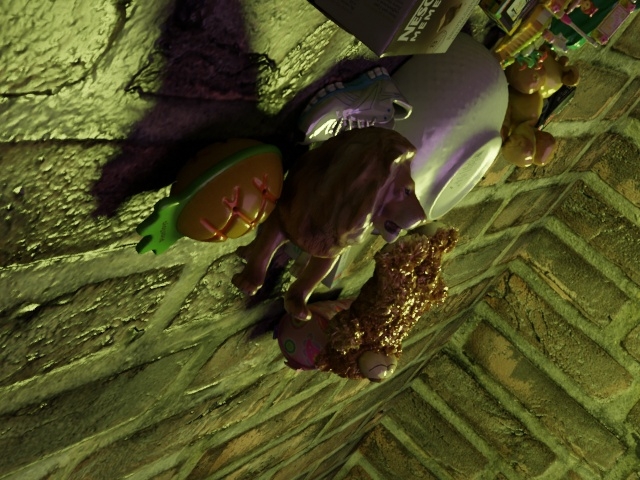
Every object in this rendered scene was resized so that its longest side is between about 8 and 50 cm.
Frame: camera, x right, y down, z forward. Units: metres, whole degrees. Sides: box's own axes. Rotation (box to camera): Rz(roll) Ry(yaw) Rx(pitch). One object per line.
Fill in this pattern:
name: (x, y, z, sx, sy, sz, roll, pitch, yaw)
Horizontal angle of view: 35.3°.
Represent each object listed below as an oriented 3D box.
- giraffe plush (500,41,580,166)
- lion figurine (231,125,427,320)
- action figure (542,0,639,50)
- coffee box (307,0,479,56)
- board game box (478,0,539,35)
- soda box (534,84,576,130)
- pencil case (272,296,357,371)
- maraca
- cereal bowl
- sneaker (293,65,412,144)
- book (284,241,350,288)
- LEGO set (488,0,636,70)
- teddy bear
giraffe plush: (0.341, -0.239, 1.674, 0.170, 0.181, 0.210, -64, 167, 25)
lion figurine: (0.001, -0.045, 1.222, 0.240, 0.142, 0.392, -59, -166, 7)
action figure: (0.465, -0.402, 1.704, 0.232, 0.137, 0.063, -42, 178, 12)
coffee box: (0.127, -0.331, 0.967, 0.297, 0.119, 0.168, -56, 163, 26)
board game box: (0.292, -0.379, 1.402, 0.170, 0.048, 0.141, -50, 166, 11)
soda box: (0.446, -0.261, 2.055, 0.169, 0.053, 0.060, -45, 163, -10)
pencil case: (0.019, 0.171, 1.856, 0.124, 0.124, 0.284, -52, 164, 15)
maraca: (-0.116, -0.043, 1.063, 0.185, 0.099, 0.127, -32, 159, -24)
cereal bowl: (0.161, -0.132, 1.486, 0.339, 0.141, 0.339, -42, 163, -16)
sneaker: (0.047, -0.154, 1.246, 0.190, 0.083, 0.071, -32, 160, -39)
book: (0.000, 0.000, 1.458, 0.035, 0.096, 0.144, -38, 161, -28)
LEGO set: (0.363, -0.320, 1.492, 0.287, 0.107, 0.132, -47, -172, 34)
teddy bear: (0.114, 0.109, 1.604, 0.338, 0.113, 0.245, -57, 160, 19)
